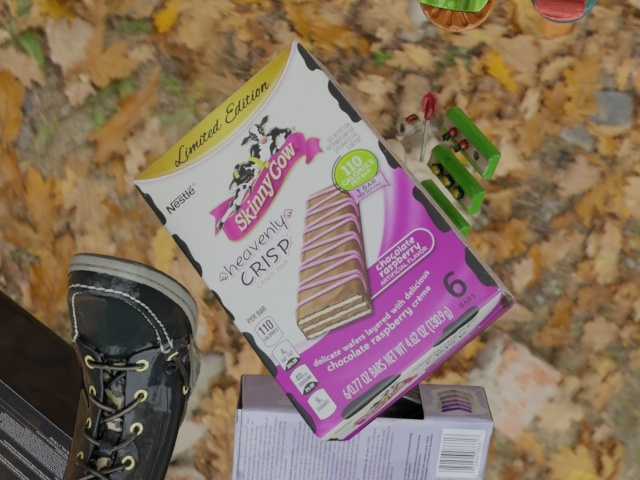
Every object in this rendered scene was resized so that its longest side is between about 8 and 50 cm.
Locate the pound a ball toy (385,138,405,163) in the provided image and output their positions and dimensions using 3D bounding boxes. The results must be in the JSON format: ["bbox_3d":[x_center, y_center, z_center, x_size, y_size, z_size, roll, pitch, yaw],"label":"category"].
[{"bbox_3d":[-0.014,-0.078,1.599,0.136,0.319,0.208,-43,141,-37],"label":"pound a ball toy"}]

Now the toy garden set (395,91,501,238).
[{"bbox_3d":[0.147,-0.092,1.819,0.049,0.204,0.244,-13,139,-30],"label":"toy garden set"}]

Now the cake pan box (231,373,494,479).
[{"bbox_3d":[0.032,0.253,1.249,0.245,0.070,0.267,1,118,-5],"label":"cake pan box"}]

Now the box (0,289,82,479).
[{"bbox_3d":[-0.313,0.189,1.326,0.103,0.261,0.184,-27,142,-47],"label":"box"}]

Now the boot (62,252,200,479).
[{"bbox_3d":[-0.145,0.129,0.890,0.085,0.236,0.179,10,63,8],"label":"boot"}]

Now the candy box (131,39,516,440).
[{"bbox_3d":[0.000,0.000,0.880,0.159,0.071,0.233,-41,71,7],"label":"candy box"}]

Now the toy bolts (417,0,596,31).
[{"bbox_3d":[0.255,-0.365,1.648,0.228,0.158,0.218,16,94,10],"label":"toy bolts"}]
